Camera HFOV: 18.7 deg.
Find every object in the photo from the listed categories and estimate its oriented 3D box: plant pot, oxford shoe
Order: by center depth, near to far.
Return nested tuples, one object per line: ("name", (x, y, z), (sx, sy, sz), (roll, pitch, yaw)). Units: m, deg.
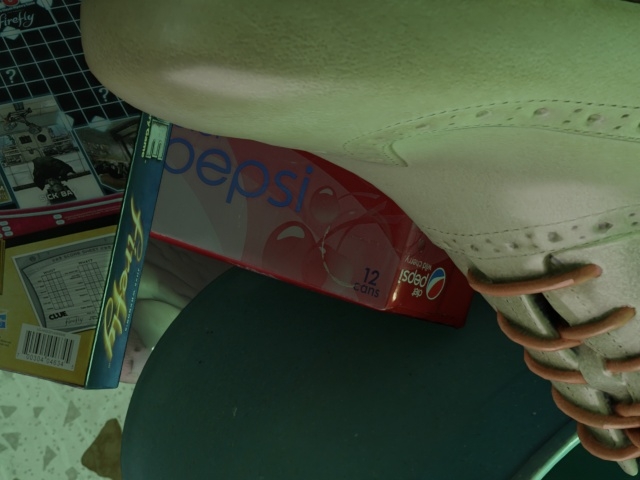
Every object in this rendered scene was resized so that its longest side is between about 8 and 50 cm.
("oxford shoe", (0.101, -0.002, 0.556), (0.397, 0.146, 0.140), (13, 179, -32))
("plant pot", (0.045, 0.133, 0.970), (0.255, 0.271, 0.272), (30, -169, 40))

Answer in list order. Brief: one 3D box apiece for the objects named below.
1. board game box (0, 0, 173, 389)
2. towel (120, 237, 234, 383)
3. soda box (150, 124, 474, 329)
("board game box", (-0.181, -0.047, 0.754), (0.243, 0.165, 0.042), (12, 179, 12))
("towel", (-0.180, -0.016, 1.228), (0.332, 0.053, 0.317), (15, -155, -52))
("soda box", (-0.048, -0.040, 0.902), (0.263, 0.092, 0.083), (17, 180, 30))
